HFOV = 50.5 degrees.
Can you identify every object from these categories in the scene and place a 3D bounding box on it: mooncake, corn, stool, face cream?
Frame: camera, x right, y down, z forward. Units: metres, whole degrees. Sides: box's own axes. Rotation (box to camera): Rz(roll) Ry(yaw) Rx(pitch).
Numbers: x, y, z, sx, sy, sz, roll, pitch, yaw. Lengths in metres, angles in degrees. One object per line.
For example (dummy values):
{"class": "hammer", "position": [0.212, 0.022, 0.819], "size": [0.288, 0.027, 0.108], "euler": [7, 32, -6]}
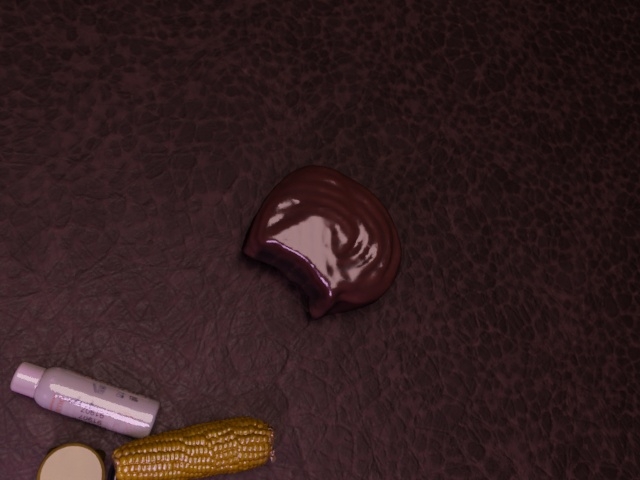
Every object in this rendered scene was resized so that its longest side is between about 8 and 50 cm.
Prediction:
{"class": "mooncake", "position": [0.000, 0.000, 1.466], "size": [0.334, 0.174, 0.325], "euler": [-12, 76, -22]}
{"class": "corn", "position": [-0.232, 0.391, 1.263], "size": [0.305, 0.106, 0.106], "euler": [-1, 70, -26]}
{"class": "stool", "position": [-0.438, 0.418, 1.199], "size": [0.135, 0.110, 0.134], "euler": [-39, 86, -27]}
{"class": "face cream", "position": [-0.438, 0.295, 1.263], "size": [0.269, 0.082, 0.082], "euler": [21, 65, -9]}

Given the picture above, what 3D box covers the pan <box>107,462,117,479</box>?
{"class": "pan", "position": [-0.323, 0.494, 1.250], "size": [0.136, 0.028, 0.235], "euler": [2, 70, -19]}
